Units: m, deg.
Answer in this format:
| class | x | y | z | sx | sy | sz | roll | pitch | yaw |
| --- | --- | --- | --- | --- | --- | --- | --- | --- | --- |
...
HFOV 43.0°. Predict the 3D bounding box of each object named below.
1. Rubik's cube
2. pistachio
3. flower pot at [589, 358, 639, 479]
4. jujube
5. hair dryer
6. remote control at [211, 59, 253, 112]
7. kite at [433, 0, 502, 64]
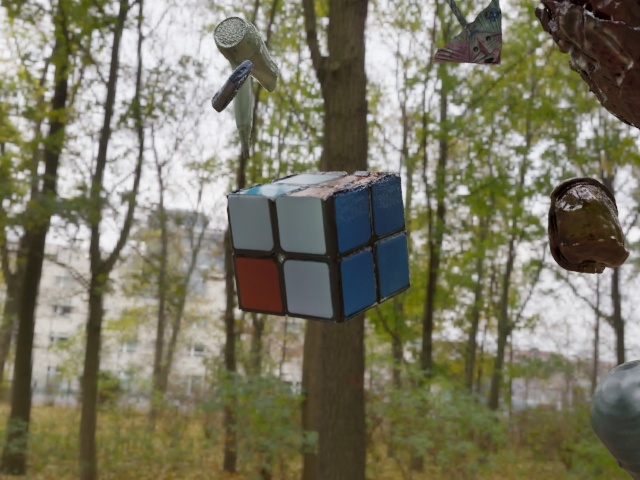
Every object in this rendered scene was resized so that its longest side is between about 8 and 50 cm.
| class | x | y | z | sx | sy | sz | roll | pitch | yaw |
| --- | --- | --- | --- | --- | --- | --- | --- | --- | --- |
| Rubik's cube | 0.000 | 0.001 | 1.091 | 0.180 | 0.167 | 0.183 | 3 | 14 | 35 |
| pistachio | 0.490 | -0.025 | 1.497 | 0.210 | 0.165 | 0.130 | 54 | -17 | -21 |
| flower pot | 0.501 | 0.282 | 1.190 | 0.243 | 0.157 | 0.189 | 46 | 11 | -20 |
| jujube | 0.417 | -0.302 | 1.015 | 0.258 | 0.377 | 0.258 | -38 | 0 | 0 |
| hair dryer | -0.121 | -0.249 | 1.433 | 0.075 | 0.237 | 0.206 | -5 | -15 | 17 |
| remote control | -0.138 | -0.229 | 1.231 | 0.027 | 0.043 | 0.152 | 50 | -21 | -6 |
| kite | 0.212 | -0.313 | 1.196 | 0.152 | 0.137 | 0.005 | 45 | -1 | -4 |
